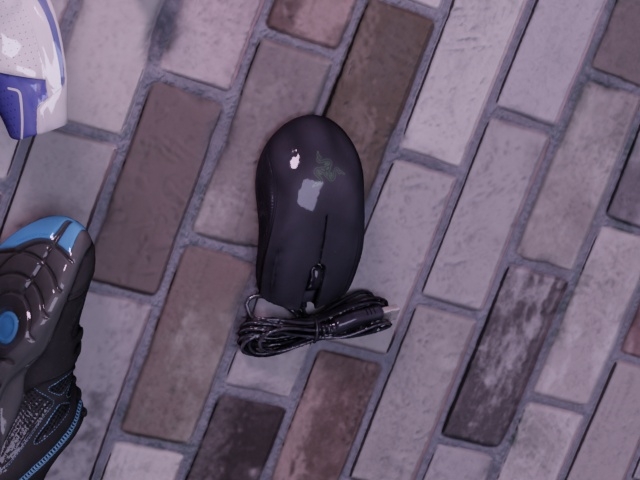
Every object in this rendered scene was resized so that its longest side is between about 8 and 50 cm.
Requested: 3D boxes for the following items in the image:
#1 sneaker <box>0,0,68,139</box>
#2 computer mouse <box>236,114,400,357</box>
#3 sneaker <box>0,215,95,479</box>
[{"bbox_3d":[-0.356,-0.243,1.551,0.182,0.127,0.315,-17,107,-14],"label":"sneaker"},{"bbox_3d":[0.000,0.000,1.811,0.188,0.072,0.272,-10,111,-20],"label":"computer mouse"},{"bbox_3d":[-0.304,0.134,1.714,0.140,0.125,0.341,13,105,-48],"label":"sneaker"}]
